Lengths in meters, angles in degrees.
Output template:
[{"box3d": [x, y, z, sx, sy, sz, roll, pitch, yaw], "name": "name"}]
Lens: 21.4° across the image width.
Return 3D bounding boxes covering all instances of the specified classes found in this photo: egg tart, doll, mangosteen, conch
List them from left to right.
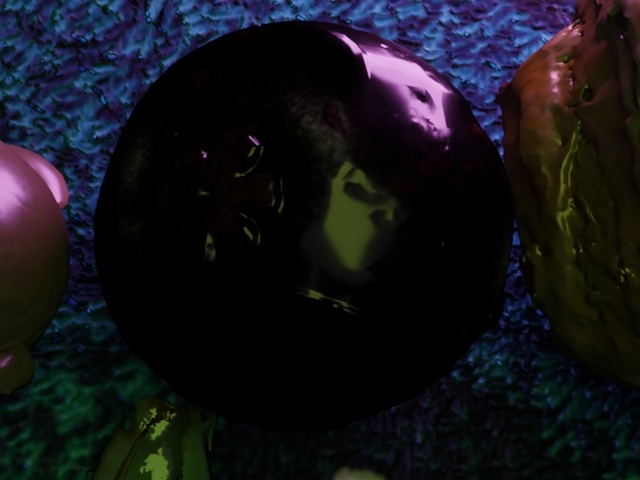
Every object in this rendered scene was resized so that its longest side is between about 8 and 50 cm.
[{"box3d": [-0.315, -0.021, 1.054, 0.330, 0.174, 0.235, 18, 41, -15], "name": "doll"}, {"box3d": [-0.116, 0.175, 1.117, 0.106, 0.079, 0.170, 10, 59, -18], "name": "conch"}, {"box3d": [-0.001, 0.002, 1.085, 0.288, 0.287, 0.233, 14, 51, -11], "name": "mangosteen"}, {"box3d": [0.204, -0.025, 1.137, 0.150, 0.352, 0.352, -9, 78, 10], "name": "egg tart"}]
